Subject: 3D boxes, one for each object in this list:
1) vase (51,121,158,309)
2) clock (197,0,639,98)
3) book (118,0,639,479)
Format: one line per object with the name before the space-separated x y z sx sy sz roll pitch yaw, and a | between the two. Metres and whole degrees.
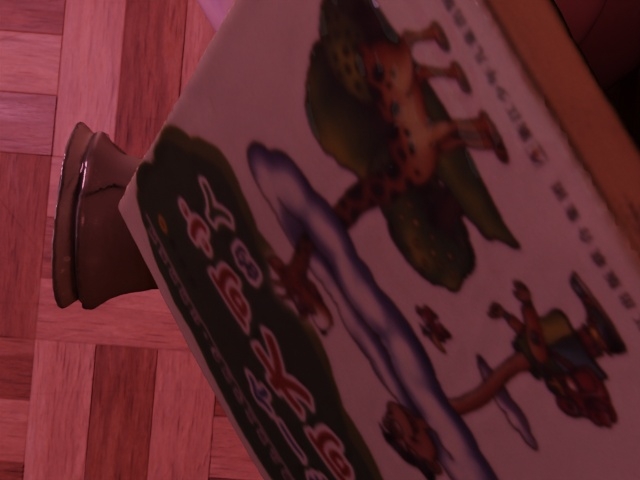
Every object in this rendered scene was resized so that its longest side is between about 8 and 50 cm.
vase | 0.000 0.000 0.871 0.173 0.321 0.173 4 -90 -89
clock | 0.050 -0.203 0.679 0.377 0.250 0.368 95 180 -54
book | 0.023 0.027 0.569 0.260 0.043 0.371 61 155 8
